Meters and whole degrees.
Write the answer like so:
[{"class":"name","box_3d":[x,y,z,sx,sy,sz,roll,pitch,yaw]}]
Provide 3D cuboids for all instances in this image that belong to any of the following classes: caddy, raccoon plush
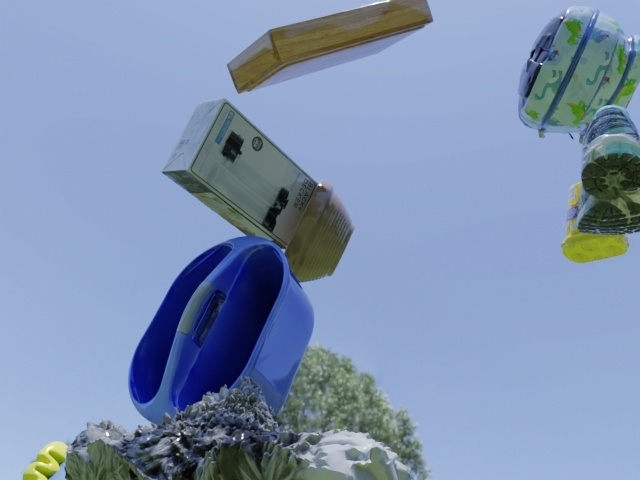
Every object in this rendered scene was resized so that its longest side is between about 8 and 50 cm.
[{"class":"caddy","box_3d":[-0.162,0.149,0.976,0.241,0.342,0.179,2,-37,31]},{"class":"raccoon plush","box_3d":[-0.034,0.243,0.608,0.446,0.216,0.299,-12,1,37]}]

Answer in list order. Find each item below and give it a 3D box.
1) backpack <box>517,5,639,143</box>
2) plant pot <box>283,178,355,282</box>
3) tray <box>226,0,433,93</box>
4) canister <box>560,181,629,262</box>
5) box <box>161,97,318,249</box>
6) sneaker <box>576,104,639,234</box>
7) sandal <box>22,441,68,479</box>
[{"class":"backpack","box_3d":[0.525,-0.343,1.244,0.273,0.355,0.290,35,-70,25]},{"class":"plant pot","box_3d":[0.000,0.000,1.275,0.109,0.237,0.237,25,-38,2]},{"class":"tray","box_3d":[0.025,-0.419,1.288,0.202,0.410,0.076,-8,-73,58]},{"class":"canister","box_3d":[0.583,-0.048,1.280,0.073,0.170,0.126,36,-34,-28]},{"class":"box","box_3d":[-0.147,-0.123,1.193,0.087,0.169,0.290,3,-28,44]},{"class":"sneaker","box_3d":[0.465,-0.102,0.955,0.110,0.122,0.283,1,-26,21]},{"class":"sandal","box_3d":[-0.364,0.401,0.783,0.138,0.317,0.126,19,-61,-2]}]
